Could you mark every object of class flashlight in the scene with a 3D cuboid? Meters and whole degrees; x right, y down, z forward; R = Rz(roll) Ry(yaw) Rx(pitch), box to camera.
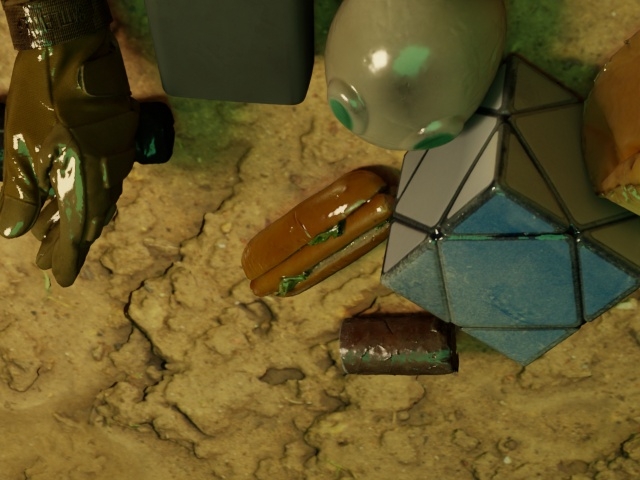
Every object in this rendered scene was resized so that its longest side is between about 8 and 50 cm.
[{"bbox_3d":[-0.278,-0.118,1.852,0.232,0.093,0.093,-3,135,8],"label":"flashlight"}]

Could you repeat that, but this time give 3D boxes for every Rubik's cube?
[{"bbox_3d":[0.210,-0.028,1.737,0.205,0.207,0.205,32,135,-18],"label":"Rubik's cube"}]

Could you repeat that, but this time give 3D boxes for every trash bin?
[{"bbox_3d":[-0.091,-0.250,1.655,0.176,0.101,0.236,3,138,7],"label":"trash bin"}]

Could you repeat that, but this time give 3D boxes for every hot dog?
[{"bbox_3d":[0.000,0.000,1.916,0.100,0.068,0.249,35,133,-23],"label":"hot dog"}]

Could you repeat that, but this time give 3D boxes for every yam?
[{"bbox_3d":[0.099,0.130,2.025,0.141,0.079,0.079,-3,135,16],"label":"yam"}]

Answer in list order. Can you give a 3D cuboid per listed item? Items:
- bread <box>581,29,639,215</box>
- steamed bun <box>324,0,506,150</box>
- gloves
[{"bbox_3d":[0.398,-0.129,1.604,0.156,0.204,0.288,21,133,-24],"label":"bread"},{"bbox_3d":[0.091,-0.178,1.663,0.177,0.131,0.228,19,134,-9],"label":"steamed bun"},{"bbox_3d":[-0.263,-0.111,1.727,0.141,0.154,0.331,0,105,8],"label":"gloves"}]
